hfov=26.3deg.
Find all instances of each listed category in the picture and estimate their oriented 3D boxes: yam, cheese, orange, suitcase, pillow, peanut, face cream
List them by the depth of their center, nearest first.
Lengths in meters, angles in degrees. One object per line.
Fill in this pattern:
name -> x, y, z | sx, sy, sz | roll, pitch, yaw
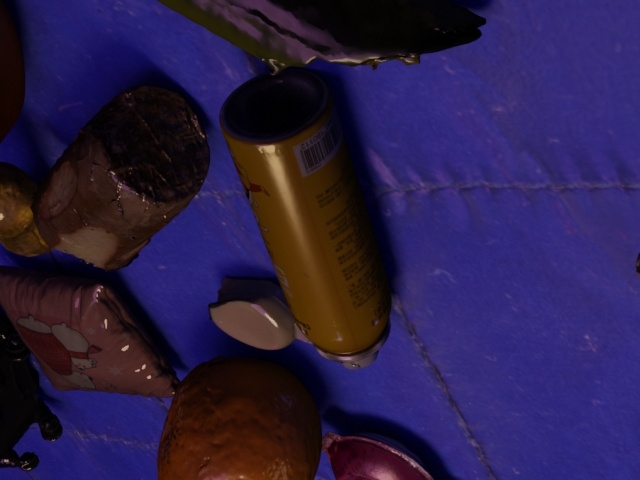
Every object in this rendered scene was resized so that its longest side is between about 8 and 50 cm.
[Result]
face cream -> 0.000, 0.000, 1.318 | 0.105, 0.105, 0.348 | 12, 142, 29
yam -> -0.204, -0.058, 1.404 | 0.238, 0.129, 0.128 | -35, 70, 55
cheese -> -0.048, 0.085, 1.519 | 0.171, 0.047, 0.092 | 7, 141, 35
peanut -> -0.342, -0.033, 1.542 | 0.087, 0.087, 0.206 | 25, 173, 13
orange -> -0.096, 0.245, 1.616 | 0.193, 0.219, 0.219 | -3, 152, -18
cheese -> 0.106, 0.300, 1.652 | 0.244, 0.062, 0.155 | 31, 148, 2
pillow -> -0.305, 0.120, 1.749 | 0.236, 0.084, 0.223 | 0, 133, 37
suitcase -> -0.608, 0.185, 1.994 | 0.434, 0.194, 0.283 | 21, 145, 21

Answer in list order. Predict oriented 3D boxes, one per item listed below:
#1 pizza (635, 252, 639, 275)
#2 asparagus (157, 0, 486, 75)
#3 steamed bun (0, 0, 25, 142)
pizza -> 0.389, 0.036, 1.055 | 0.290, 0.081, 0.228 | 24, 145, 17
asparagus -> -0.061, -0.215, 1.086 | 0.382, 0.128, 0.108 | 30, -177, 4
steamed bun -> -0.468, -0.142, 1.412 | 0.379, 0.235, 0.248 | -7, 128, 42
